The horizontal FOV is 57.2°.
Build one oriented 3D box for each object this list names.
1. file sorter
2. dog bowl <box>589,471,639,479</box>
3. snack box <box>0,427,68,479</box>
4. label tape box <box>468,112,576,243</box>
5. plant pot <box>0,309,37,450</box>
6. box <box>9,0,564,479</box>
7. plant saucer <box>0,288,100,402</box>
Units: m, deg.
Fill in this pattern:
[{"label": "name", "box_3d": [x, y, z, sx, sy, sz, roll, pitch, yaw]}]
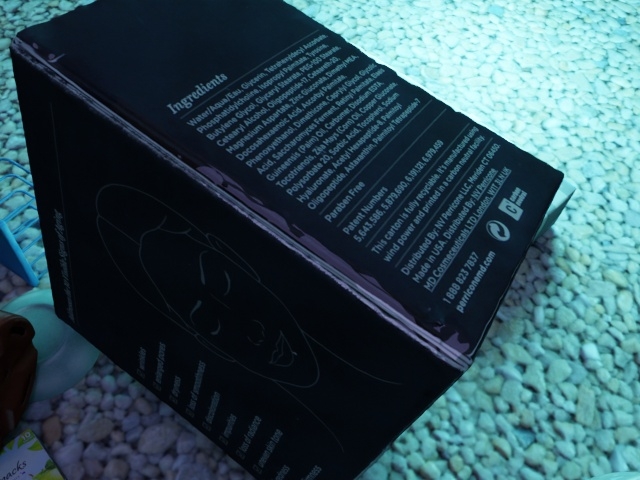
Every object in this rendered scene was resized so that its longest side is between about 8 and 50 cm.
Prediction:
[{"label": "file sorter", "box_3d": [-0.494, -0.032, 0.955, 0.118, 0.170, 0.104, 29, 57, 14]}, {"label": "dog bowl", "box_3d": [0.457, 0.465, 0.742, 0.348, 0.102, 0.349, 2, 56, -3]}, {"label": "snack box", "box_3d": [-0.428, 0.342, 0.793, 0.141, 0.037, 0.100, -37, 65, -25]}, {"label": "label tape box", "box_3d": [0.245, -0.050, 1.056, 0.347, 0.115, 0.249, -35, 66, -25]}, {"label": "plant pot", "box_3d": [-0.544, 0.173, 0.765, 0.264, 0.272, 0.273, 10, 57, -2]}, {"label": "box", "box_3d": [-0.069, 0.021, 0.720, 0.471, 0.480, 0.297, 34, 50, 9]}, {"label": "plant saucer", "box_3d": [-0.443, 0.153, 0.917, 0.194, 0.037, 0.195, 2, 58, -3]}]
